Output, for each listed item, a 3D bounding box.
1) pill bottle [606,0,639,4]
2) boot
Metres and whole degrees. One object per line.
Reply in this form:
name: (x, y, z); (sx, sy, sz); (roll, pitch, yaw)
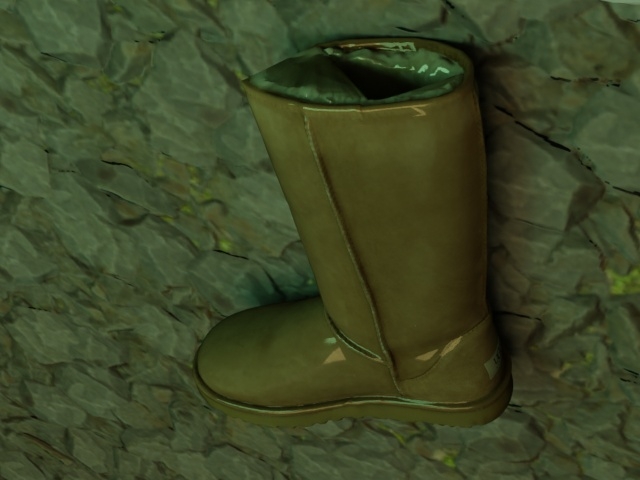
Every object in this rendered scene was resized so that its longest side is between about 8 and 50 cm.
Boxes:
pill bottle: (0.127, -0.182, 0.453); (0.121, 0.221, 0.121); (17, 141, 15)
boot: (0.000, 0.000, 0.853); (0.236, 0.089, 0.269); (-2, 135, 16)
